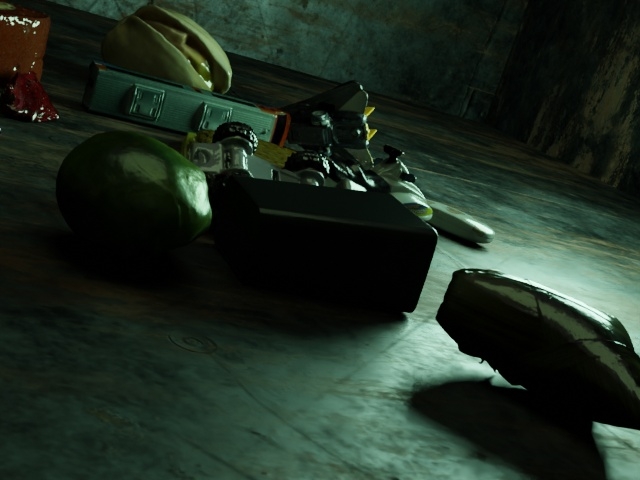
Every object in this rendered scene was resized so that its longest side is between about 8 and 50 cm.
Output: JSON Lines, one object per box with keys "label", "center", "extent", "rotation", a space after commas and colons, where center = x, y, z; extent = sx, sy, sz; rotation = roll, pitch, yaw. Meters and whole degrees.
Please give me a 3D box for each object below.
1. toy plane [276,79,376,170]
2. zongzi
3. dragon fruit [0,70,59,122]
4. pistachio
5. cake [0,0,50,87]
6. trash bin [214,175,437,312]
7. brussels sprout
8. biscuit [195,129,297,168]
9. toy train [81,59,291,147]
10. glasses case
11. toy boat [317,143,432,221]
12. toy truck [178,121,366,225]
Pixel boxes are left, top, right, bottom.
{"label": "toy plane", "center": [-0.045, -0.233, 2.050], "extent": [0.316, 0.204, 0.103], "rotation": [3, 30, 18]}
{"label": "zongzi", "center": [0.232, 0.120, 1.052], "extent": [0.221, 0.112, 0.242], "rotation": [20, 15, 0]}
{"label": "dragon fruit", "center": [-0.475, -0.233, 1.598], "extent": [0.097, 0.063, 0.131], "rotation": [20, 14, 8]}
{"label": "pistachio", "center": [-0.328, -0.382, 2.132], "extent": [0.318, 0.214, 0.193], "rotation": [35, 63, 23]}
{"label": "cake", "center": [-0.575, -0.327, 1.655], "extent": [0.177, 0.150, 0.283], "rotation": [29, 19, 31]}
{"label": "trash bin", "center": [0.000, 0.000, 1.234], "extent": [0.226, 0.115, 0.165], "rotation": [8, 18, -23]}
{"label": "brussels sprout", "center": [-0.203, -0.049, 1.087], "extent": [0.162, 0.143, 0.181], "rotation": [-6, -3, -13]}
{"label": "biscuit", "center": [-0.100, -0.138, 1.768], "extent": [0.262, 0.037, 0.262], "rotation": [18, 14, -5]}
{"label": "toy train", "center": [-0.237, -0.241, 1.886], "extent": [0.410, 0.086, 0.089], "rotation": [12, 16, -26]}
{"label": "glasses case", "center": [0.233, -0.035, 1.783], "extent": [0.164, 0.041, 0.063], "rotation": [26, 16, 29]}
{"label": "toy boat", "center": [0.062, -0.081, 1.573], "extent": [0.270, 0.140, 0.141], "rotation": [-8, 26, -31]}
{"label": "toy truck", "center": [-0.063, -0.062, 1.367], "extent": [0.286, 0.111, 0.136], "rotation": [21, 43, -27]}
